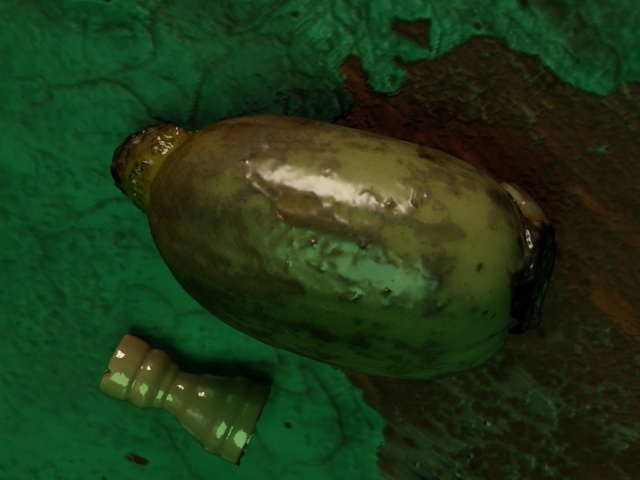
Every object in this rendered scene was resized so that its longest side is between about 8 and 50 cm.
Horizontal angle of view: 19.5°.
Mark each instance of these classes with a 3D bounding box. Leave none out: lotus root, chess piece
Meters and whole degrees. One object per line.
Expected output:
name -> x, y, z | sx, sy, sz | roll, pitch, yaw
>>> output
lotus root -> 0.000, 0.000, 1.251 | 0.309, 0.173, 0.173 | 14, 128, 12
chess piece -> -0.104, 0.118, 1.407 | 0.122, 0.066, 0.066 | 23, 127, -1
